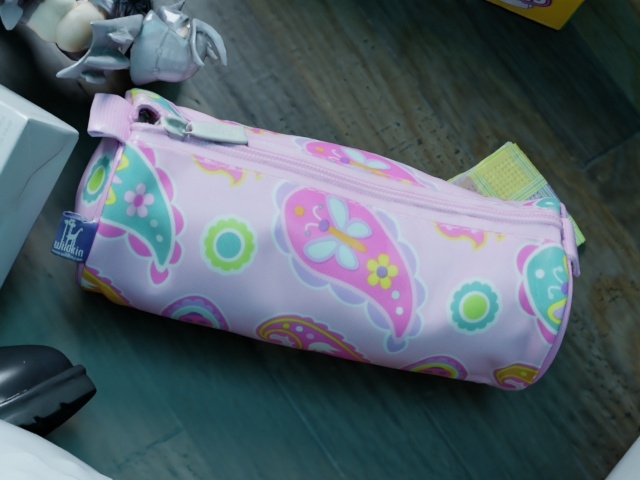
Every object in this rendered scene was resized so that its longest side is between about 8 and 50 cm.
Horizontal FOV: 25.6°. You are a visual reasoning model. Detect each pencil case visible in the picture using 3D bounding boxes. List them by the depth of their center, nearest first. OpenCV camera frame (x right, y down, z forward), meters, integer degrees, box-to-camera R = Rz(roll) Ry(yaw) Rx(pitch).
[{"bbox_3d":[0.000,0.000,0.793,0.284,0.124,0.124,15,68,-9],"label":"pencil case"}]

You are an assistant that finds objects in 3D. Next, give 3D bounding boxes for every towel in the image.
[{"bbox_3d":[0.124,-0.018,0.889,0.060,0.009,0.083,-35,83,-23],"label":"towel"}]

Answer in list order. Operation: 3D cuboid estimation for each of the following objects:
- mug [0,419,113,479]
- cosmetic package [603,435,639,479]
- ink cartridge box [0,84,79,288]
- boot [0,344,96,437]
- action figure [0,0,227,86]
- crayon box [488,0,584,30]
[{"bbox_3d":[-0.156,0.256,0.457,0.374,0.276,0.328,-37,51,5],"label":"mug"},{"bbox_3d":[0.363,0.206,0.788,0.385,0.156,0.217,42,65,4],"label":"cosmetic package"},{"bbox_3d":[-0.232,-0.057,0.745,0.181,0.061,0.104,30,96,17],"label":"ink cartridge box"},{"bbox_3d":[-0.267,0.049,0.725,0.246,0.094,0.207,-25,82,-14],"label":"boot"},{"bbox_3d":[-0.174,-0.173,0.794,0.285,0.185,0.099,32,97,3],"label":"action figure"},{"bbox_3d":[0.067,-0.250,0.874,0.278,0.165,0.081,22,67,-6],"label":"crayon box"}]
